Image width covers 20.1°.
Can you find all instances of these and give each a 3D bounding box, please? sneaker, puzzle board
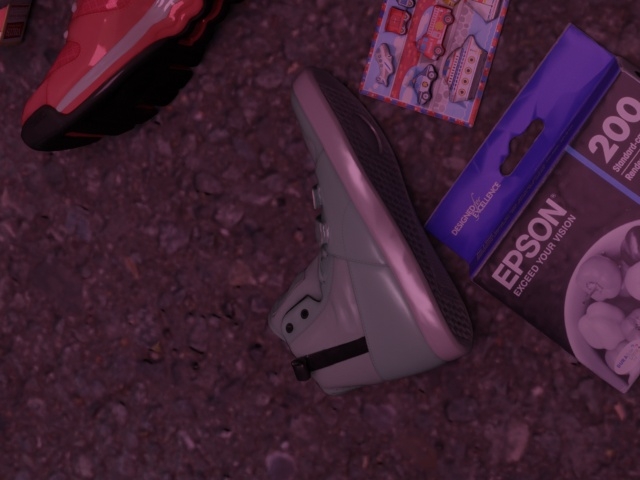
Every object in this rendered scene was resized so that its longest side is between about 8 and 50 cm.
[{"bbox_3d":[0.000,0.001,1.425,0.151,0.094,0.256,-26,88,23],"label":"sneaker"},{"bbox_3d":[-0.142,-0.207,1.438,0.136,0.116,0.314,46,100,15],"label":"sneaker"},{"bbox_3d":[0.091,-0.163,1.416,0.096,0.011,0.128,18,103,12],"label":"puzzle board"}]

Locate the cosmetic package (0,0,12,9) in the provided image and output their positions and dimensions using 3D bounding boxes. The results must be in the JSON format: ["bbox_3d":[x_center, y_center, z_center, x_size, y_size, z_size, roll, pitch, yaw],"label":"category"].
[{"bbox_3d":[-0.331,-0.360,1.353,0.155,0.197,0.365,-32,82,25],"label":"cosmetic package"}]

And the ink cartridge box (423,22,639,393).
[{"bbox_3d":[0.212,-0.025,1.386,0.208,0.045,0.206,37,106,9],"label":"ink cartridge box"}]

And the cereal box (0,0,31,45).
[{"bbox_3d":[-0.299,-0.298,1.484,0.173,0.047,0.240,21,104,14],"label":"cereal box"}]
